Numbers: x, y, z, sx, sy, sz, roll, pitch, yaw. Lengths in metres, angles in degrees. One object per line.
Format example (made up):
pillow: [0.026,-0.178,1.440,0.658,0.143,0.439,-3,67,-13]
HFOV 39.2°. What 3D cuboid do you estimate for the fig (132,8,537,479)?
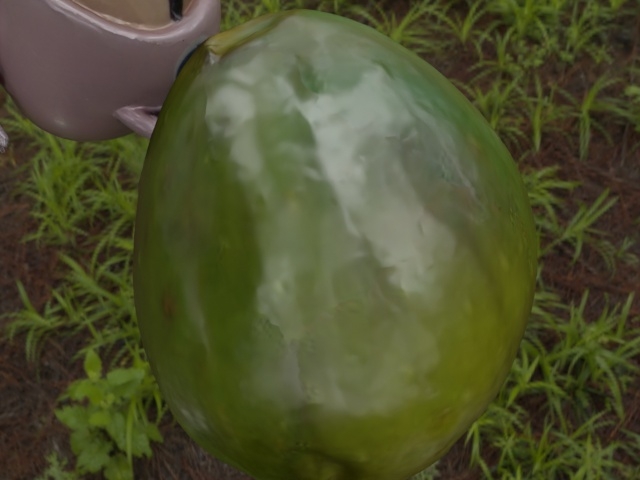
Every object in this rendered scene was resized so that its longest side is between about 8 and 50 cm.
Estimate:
fig: [0.000,0.000,0.384,0.181,0.191,0.181,-20,16,6]

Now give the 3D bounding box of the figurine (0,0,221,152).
figurine: [-0.183,-0.171,0.528,0.287,0.186,0.176,31,44,-8]
